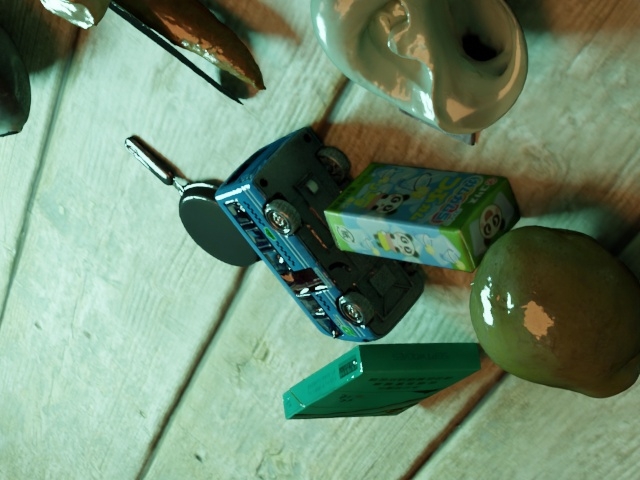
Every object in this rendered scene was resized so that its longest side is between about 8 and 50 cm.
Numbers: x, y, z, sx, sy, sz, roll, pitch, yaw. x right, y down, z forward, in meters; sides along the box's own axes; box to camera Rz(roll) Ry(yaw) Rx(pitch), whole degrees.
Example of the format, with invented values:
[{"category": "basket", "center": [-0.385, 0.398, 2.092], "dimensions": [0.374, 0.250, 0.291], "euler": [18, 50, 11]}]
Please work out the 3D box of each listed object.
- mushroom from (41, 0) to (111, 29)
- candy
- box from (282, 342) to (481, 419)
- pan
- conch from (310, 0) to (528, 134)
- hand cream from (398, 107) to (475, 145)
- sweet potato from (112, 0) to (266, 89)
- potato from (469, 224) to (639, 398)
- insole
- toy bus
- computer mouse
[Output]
[{"category": "mushroom", "center": [-0.221, -0.327, 1.796], "dimensions": [0.206, 0.209, 0.206], "euler": [51, 166, 17]}, {"category": "candy", "center": [0.108, -0.027, 1.889], "dimensions": [0.195, 0.097, 0.062], "euler": [9, 132, 41]}, {"category": "box", "center": [0.071, 0.172, 2.133], "dimensions": [0.226, 0.161, 0.042], "euler": [142, 126, -58]}, {"category": "pan", "center": [-0.163, -0.048, 2.226], "dimensions": [0.235, 0.028, 0.136], "euler": [39, 148, 5]}, {"category": "conch", "center": [0.099, -0.204, 1.657], "dimensions": [0.221, 0.121, 0.185], "euler": [40, 146, -10]}, {"category": "hand cream", "center": [0.119, -0.125, 1.831], "dimensions": [0.093, 0.019, 0.030], "euler": [28, 148, 18]}, {"category": "sweet potato", "center": [-0.181, -0.266, 1.951], "dimensions": [0.314, 0.072, 0.066], "euler": [35, 123, 5]}, {"category": "potato", "center": [0.248, 0.077, 1.804], "dimensions": [0.178, 0.160, 0.235], "euler": [33, 170, 49]}, {"category": "insole", "center": [-0.169, -0.215, 1.966], "dimensions": [0.232, 0.003, 0.080], "euler": [36, 176, -33]}, {"category": "toy bus", "center": [0.000, 0.000, 2.023], "dimensions": [0.246, 0.113, 0.134], "euler": [52, 147, -16]}, {"category": "computer mouse", "center": [-0.480, -0.238, 2.266], "dimensions": [0.374, 0.114, 0.203], "euler": [21, 146, 43]}]
